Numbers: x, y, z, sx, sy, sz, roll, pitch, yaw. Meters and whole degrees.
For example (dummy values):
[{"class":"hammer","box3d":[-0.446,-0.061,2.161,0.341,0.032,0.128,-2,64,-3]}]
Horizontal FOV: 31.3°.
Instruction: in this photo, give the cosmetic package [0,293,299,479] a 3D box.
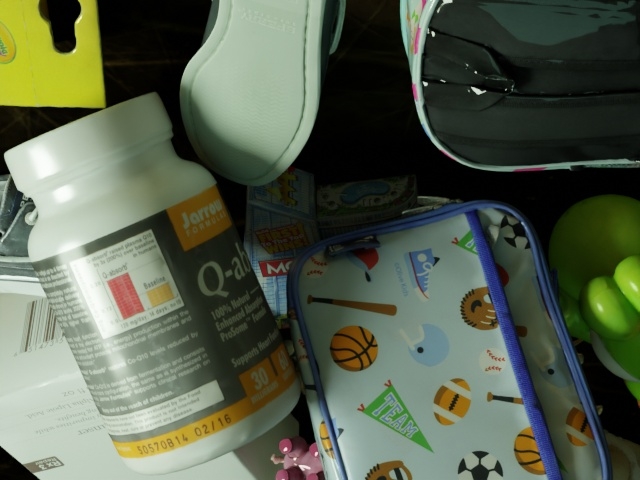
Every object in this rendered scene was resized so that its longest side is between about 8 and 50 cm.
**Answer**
[{"class":"cosmetic package","box3d":[-0.183,0.191,1.230,0.217,0.156,0.385,-16,137,15]}]

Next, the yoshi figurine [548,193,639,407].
[{"class":"yoshi figurine","box3d":[0.329,0.063,1.120,0.203,0.203,0.362,23,172,36]}]

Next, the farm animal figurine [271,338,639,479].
[{"class":"farm animal figurine","box3d":[0.125,0.196,1.156,0.327,0.330,0.172,-38,149,20]}]

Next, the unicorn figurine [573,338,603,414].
[{"class":"unicorn figurine","box3d":[0.244,0.166,1.192,0.162,0.111,0.060,-49,120,-3]}]

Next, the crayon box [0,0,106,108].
[{"class":"crayon box","box3d":[-0.316,-0.196,0.826,0.318,0.081,0.202,3,140,-4]}]

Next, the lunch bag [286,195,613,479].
[{"class":"lunch bag","box3d":[0.107,0.113,0.966,0.243,0.303,0.115,-13,162,-4]}]

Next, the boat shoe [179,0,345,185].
[{"class":"boat shoe","box3d":[-0.033,-0.166,0.860,0.114,0.091,0.302,24,139,1]}]

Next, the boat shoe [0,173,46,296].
[{"class":"boat shoe","box3d":[-0.253,-0.018,1.029,0.301,0.108,0.102,0,142,10]}]

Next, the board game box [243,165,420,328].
[{"class":"board game box","box3d":[0.000,0.000,1.082,0.194,0.060,0.194,-7,140,7]}]

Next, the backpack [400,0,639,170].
[{"class":"backpack","box3d":[0.181,-0.161,0.792,0.253,0.191,0.225,-8,137,-3]}]

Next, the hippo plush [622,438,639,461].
[{"class":"hippo plush","box3d":[0.305,0.312,1.381,0.294,0.234,0.236,18,115,12]}]

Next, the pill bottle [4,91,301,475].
[{"class":"pill bottle","box3d":[-0.137,0.033,0.921,0.162,0.162,0.278,-19,99,20]}]
